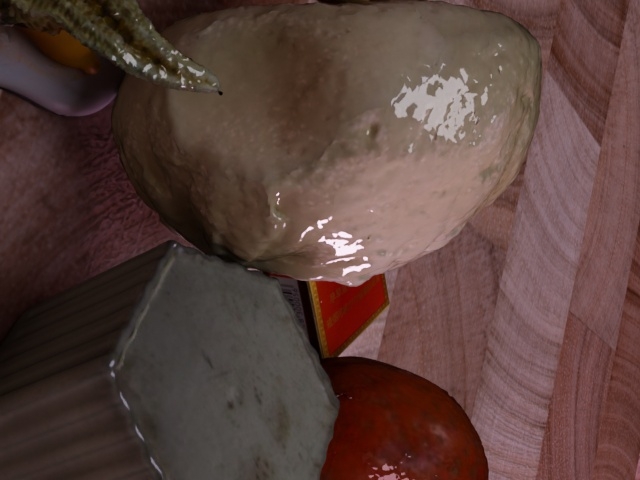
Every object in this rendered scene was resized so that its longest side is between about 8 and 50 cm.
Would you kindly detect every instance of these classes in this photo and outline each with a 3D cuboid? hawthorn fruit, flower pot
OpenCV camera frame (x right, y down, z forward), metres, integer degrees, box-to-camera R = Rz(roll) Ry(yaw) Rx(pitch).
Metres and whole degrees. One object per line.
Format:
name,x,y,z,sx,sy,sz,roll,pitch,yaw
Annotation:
hawthorn fruit,0.007,0.232,0.995,0.307,0.276,0.276,35,65,-35
flower pot,-0.126,0.134,0.759,0.239,0.189,0.209,21,55,-44

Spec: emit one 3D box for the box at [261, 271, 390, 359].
box,-0.001,0.000,1.103,0.153,0.074,0.240,-36,125,-44

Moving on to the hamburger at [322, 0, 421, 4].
hamburger,0.034,-0.373,0.797,0.396,0.395,0.277,56,47,-44

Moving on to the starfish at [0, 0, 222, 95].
starfish,-0.197,-0.195,0.587,0.347,0.078,0.358,46,58,-13

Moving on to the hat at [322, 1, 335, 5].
hat,0.081,-0.300,1.096,0.093,0.162,0.112,-49,137,-45

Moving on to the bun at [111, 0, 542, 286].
bun,0.012,-0.082,0.844,0.352,0.349,0.227,-13,104,-44

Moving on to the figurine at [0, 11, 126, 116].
figurine,-0.182,-0.191,0.735,0.250,0.141,0.167,41,60,-51
